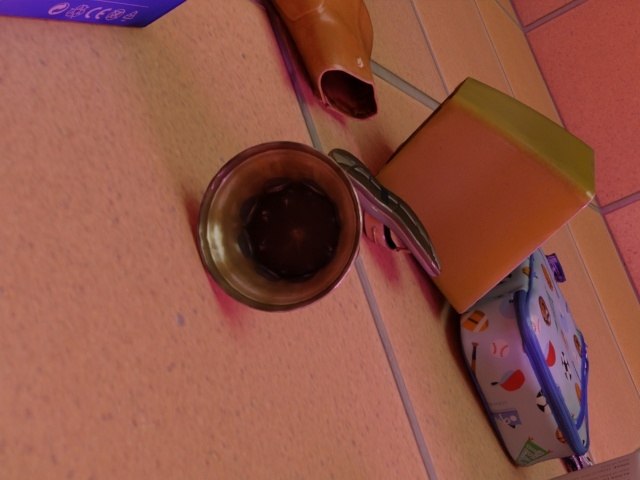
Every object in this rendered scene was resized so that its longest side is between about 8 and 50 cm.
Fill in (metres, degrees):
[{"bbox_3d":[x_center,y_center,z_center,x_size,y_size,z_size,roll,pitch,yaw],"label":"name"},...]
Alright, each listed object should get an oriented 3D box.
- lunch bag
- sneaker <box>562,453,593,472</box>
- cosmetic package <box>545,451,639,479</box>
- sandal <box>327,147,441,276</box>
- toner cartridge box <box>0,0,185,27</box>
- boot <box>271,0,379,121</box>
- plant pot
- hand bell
[{"bbox_3d":[0.280,0.141,1.160,0.243,0.115,0.303,63,25,-10],"label":"lunch bag"},{"bbox_3d":[0.376,0.321,1.270,0.109,0.040,0.044,63,22,-6],"label":"sneaker"},{"bbox_3d":[0.311,0.358,0.956,0.151,0.151,0.183,59,24,-10],"label":"cosmetic package"},{"bbox_3d":[0.064,-0.025,0.958,0.180,0.049,0.072,42,23,-13],"label":"sandal"},{"bbox_3d":[-0.208,-0.230,0.547,0.165,0.075,0.348,66,23,-1],"label":"toner cartridge box"},{"bbox_3d":[-0.014,-0.270,0.957,0.295,0.104,0.211,38,35,-53],"label":"boot"},{"bbox_3d":[0.189,-0.076,1.078,0.187,0.212,0.212,43,26,-2],"label":"plant pot"},{"bbox_3d":[0.000,0.000,0.753,0.242,0.126,0.126,19,50,-74],"label":"hand bell"}]
